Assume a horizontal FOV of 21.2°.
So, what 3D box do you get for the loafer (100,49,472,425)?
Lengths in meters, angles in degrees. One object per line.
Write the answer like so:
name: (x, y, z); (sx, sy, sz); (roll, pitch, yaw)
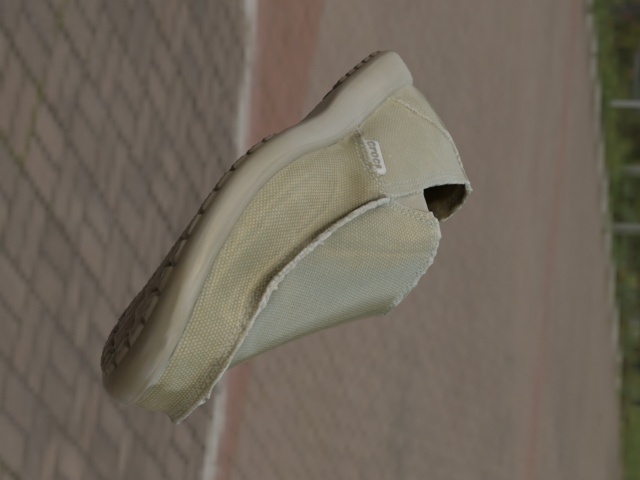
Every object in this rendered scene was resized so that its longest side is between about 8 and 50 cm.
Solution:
loafer: (0.000, 0.000, 0.762); (0.102, 0.092, 0.268); (-51, 178, 41)
